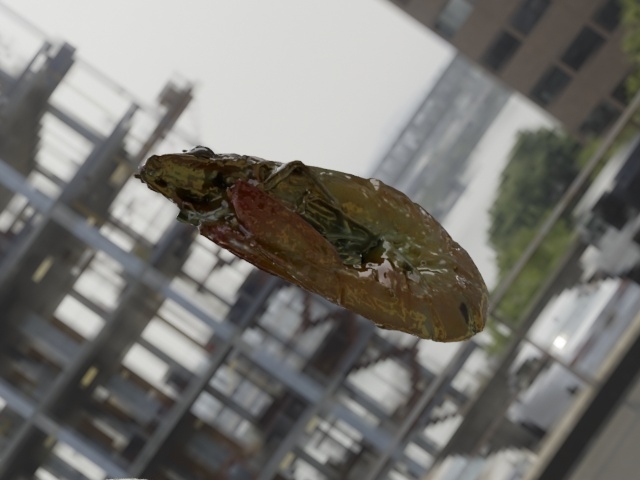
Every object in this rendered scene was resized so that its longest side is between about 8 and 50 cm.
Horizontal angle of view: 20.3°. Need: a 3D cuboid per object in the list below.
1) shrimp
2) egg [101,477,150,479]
[{"bbox_3d":[0.000,-0.001,1.130,0.061,0.267,0.145,-48,36,25],"label":"shrimp"},{"bbox_3d":[-0.165,0.299,1.270,0.295,0.218,0.218,-45,3,22],"label":"egg"}]
